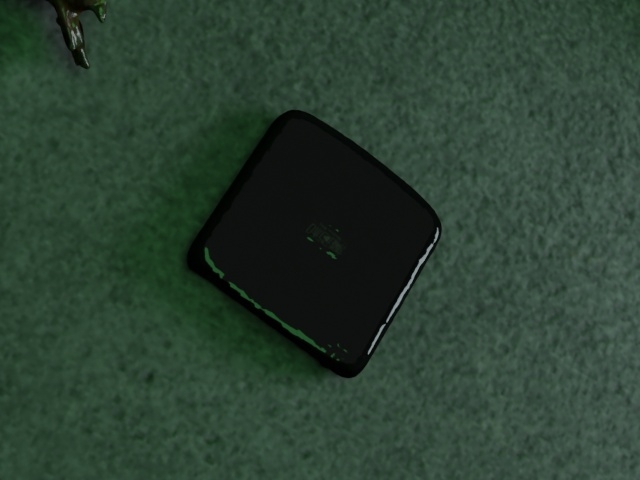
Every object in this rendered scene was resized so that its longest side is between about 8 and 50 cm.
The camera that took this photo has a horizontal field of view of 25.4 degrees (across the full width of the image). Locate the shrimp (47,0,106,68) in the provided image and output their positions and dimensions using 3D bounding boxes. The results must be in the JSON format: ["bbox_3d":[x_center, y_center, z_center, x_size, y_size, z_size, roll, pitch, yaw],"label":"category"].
[{"bbox_3d":[-0.198,-0.160,0.781,0.187,0.051,0.132,40,81,-3],"label":"shrimp"}]

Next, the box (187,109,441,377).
[{"bbox_3d":[0.000,0.000,0.839,0.126,0.027,0.125,37,67,-11],"label":"box"}]
